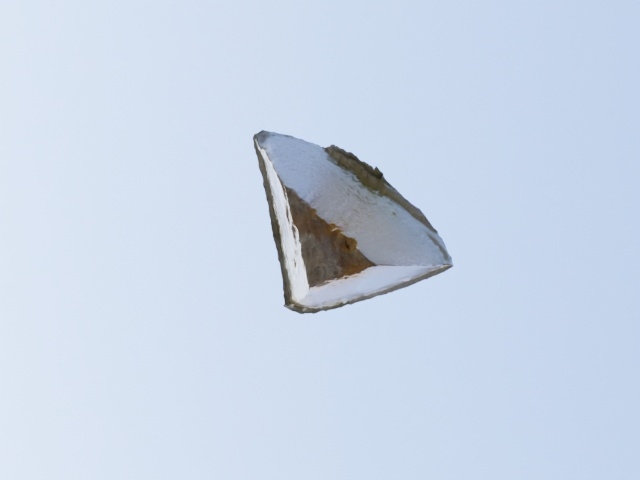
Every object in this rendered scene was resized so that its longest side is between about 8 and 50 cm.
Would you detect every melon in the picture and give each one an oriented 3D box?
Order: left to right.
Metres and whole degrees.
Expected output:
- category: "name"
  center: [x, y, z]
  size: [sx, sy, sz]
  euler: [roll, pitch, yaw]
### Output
- category: "melon"
  center: [0.000, 0.002, 1.524]
  size: [0.202, 0.093, 0.139]
  euler: [38, -64, 19]
